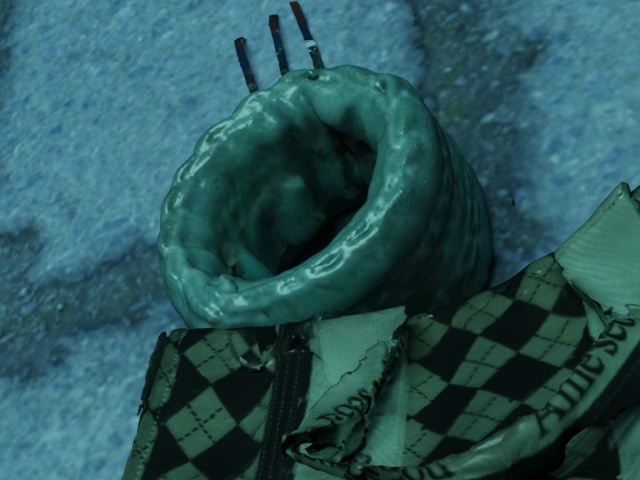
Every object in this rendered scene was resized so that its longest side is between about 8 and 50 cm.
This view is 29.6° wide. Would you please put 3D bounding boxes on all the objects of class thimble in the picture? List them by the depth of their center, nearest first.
[{"bbox_3d":[0.000,0.000,0.835,0.198,0.143,0.235,30,79,40],"label":"thimble"}]

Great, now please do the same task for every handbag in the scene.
[{"bbox_3d":[0.104,0.092,0.604,0.416,0.180,0.317,-25,25,17],"label":"handbag"}]

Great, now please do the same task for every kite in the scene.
[{"bbox_3d":[-0.029,-0.114,1.012,0.127,0.016,0.229,-25,51,8],"label":"kite"}]
